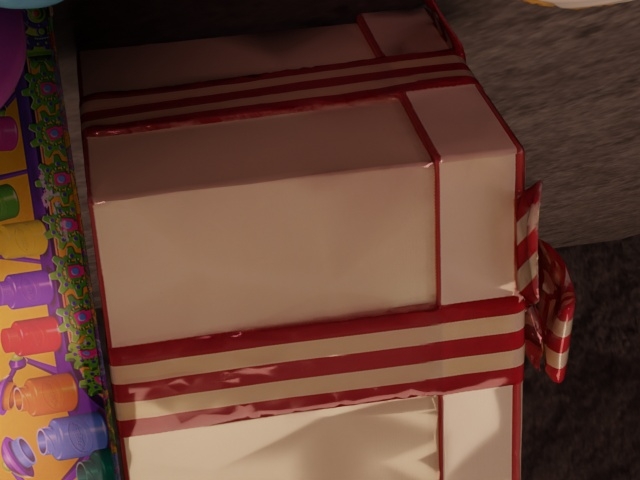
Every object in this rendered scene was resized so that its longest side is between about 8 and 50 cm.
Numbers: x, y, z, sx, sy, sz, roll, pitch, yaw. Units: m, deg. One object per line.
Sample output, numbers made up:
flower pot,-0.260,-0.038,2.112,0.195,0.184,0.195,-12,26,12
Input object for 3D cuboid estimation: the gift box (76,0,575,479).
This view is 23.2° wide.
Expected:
gift box,0.000,0.000,0.895,0.258,0.276,0.255,-6,-147,-8

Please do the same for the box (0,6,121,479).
box,-0.265,0.041,0.832,0.279,0.290,0.177,-8,174,-12

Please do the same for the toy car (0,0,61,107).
toy car,-0.142,-0.095,0.494,0.182,0.136,0.159,-15,171,39

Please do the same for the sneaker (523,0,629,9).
sneaker,0.202,-0.152,0.635,0.296,0.112,0.131,-9,173,-16
